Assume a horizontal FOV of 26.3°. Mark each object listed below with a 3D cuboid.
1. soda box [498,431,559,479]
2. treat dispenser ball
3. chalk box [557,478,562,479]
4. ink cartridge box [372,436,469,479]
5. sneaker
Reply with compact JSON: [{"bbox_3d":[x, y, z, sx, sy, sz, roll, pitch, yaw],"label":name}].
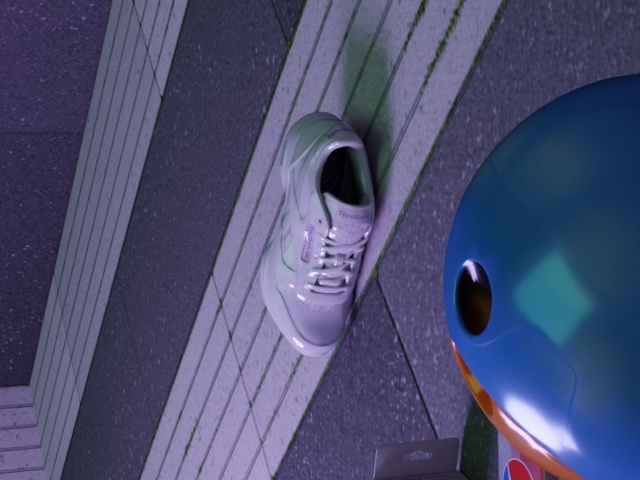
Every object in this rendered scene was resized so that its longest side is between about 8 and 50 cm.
[{"bbox_3d":[0.215,0.259,1.212,0.083,0.092,0.263,-178,87,-68],"label":"soda box"},{"bbox_3d":[0.226,0.031,0.914,0.288,0.288,0.288,178,90,-67],"label":"treat dispenser ball"},{"bbox_3d":[0.239,0.275,1.081,0.132,0.132,0.213,98,162,-56],"label":"chalk box"},{"bbox_3d":[0.109,0.307,1.455,0.061,0.104,0.181,-147,57,-63],"label":"ink cartridge box"},{"bbox_3d":[0.000,0.000,1.675,0.152,0.114,0.305,-153,63,-66],"label":"sneaker"}]
